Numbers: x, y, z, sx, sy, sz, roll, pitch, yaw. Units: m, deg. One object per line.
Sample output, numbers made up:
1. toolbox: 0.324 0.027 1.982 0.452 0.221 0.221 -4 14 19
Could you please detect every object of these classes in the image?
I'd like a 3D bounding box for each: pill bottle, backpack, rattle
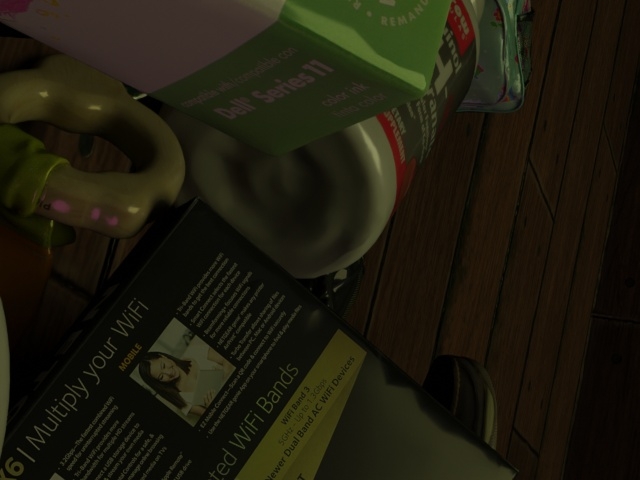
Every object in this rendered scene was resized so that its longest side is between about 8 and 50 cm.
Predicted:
1. pill bottle: 0.020 -0.128 0.972 0.318 0.176 0.176 -57 147 -48
2. backpack: 0.117 -0.214 1.200 0.144 0.165 0.188 -46 137 -70
3. rattle: -0.145 -0.038 0.744 0.200 0.130 0.143 -97 -168 -58

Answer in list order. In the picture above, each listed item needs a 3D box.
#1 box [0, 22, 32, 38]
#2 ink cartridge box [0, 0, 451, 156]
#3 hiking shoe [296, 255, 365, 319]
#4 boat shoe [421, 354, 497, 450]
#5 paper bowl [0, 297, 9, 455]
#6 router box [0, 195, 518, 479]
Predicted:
1. box: -0.119 -0.187 0.634 0.093 0.156 0.158 49 52 -63
2. ink cartridge box: -0.105 -0.201 0.468 0.353 0.119 0.207 24 70 -27
3. hiking shoe: 0.000 0.000 1.120 0.114 0.086 0.227 54 52 -78
4. boat shoe: 0.069 0.272 1.252 0.355 0.130 0.132 -70 -165 -13
5. paper bowl: -0.225 0.061 0.468 0.284 0.148 0.284 7 90 -67
6. router box: -0.073 0.172 0.664 0.243 0.081 0.309 42 68 -13
